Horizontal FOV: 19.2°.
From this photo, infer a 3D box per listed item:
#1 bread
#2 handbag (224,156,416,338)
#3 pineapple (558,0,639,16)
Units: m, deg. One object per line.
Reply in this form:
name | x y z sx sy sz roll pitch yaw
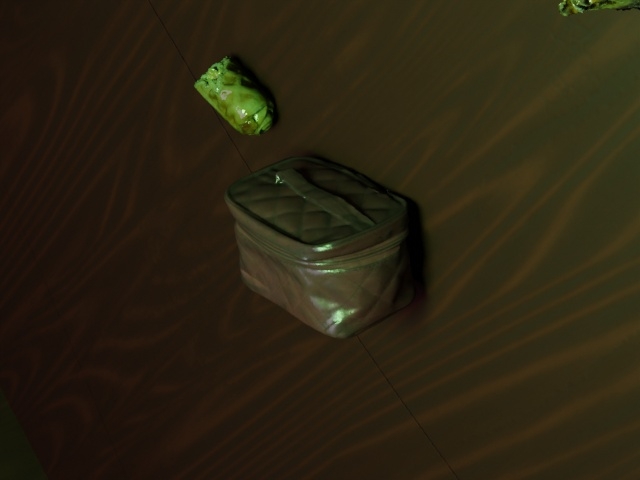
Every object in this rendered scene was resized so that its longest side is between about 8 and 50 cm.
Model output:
bread | -0.097 -0.165 2.193 0.110 0.060 0.066 49 162 29
handbag | 0.000 0.000 2.070 0.225 0.146 0.135 31 139 48
pineapple | 0.262 -0.223 1.551 0.137 0.116 0.069 -7 81 18
